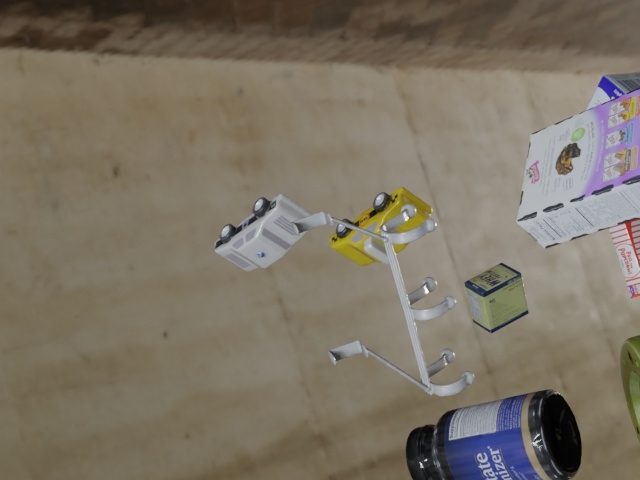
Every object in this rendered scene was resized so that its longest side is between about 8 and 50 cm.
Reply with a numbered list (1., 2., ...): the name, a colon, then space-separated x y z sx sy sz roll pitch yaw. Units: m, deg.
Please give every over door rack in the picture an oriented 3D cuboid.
1. over door rack: 0.096 0.073 1.573 0.108 0.239 0.324 -21 -168 -24

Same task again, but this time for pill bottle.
1. pill bottle: 0.231 0.280 1.503 0.219 0.123 0.123 -20 173 34

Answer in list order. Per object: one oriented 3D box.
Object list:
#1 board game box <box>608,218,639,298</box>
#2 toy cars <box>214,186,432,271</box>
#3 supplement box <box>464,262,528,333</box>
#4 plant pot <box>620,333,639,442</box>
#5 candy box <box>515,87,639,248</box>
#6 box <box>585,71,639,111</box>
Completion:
1. board game box: 0.661 0.021 2.169 0.193 0.146 0.045 -14 174 -36
2. toy cars: 0.000 0.000 1.935 0.394 0.087 0.176 -3 137 6
3. supplement box: 0.301 0.098 1.891 0.083 0.083 0.056 -26 -152 -19
4. plant pot: 0.677 0.230 1.742 0.353 0.366 0.366 -15 173 2
5. candy box: 0.364 -0.096 1.457 0.196 0.165 0.070 -22 130 41
6. box: 0.482 -0.191 1.753 0.126 0.072 0.137 -10 135 -34
